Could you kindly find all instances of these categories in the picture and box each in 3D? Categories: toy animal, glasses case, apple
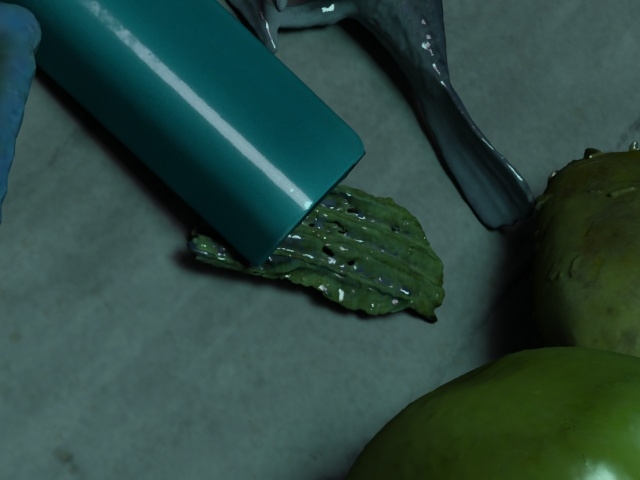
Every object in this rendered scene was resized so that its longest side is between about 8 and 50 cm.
[{"bbox_3d":[0.032,-0.185,1.320,0.206,0.081,0.367,-1,71,-32],"label":"toy animal"},{"bbox_3d":[-0.108,-0.128,1.186,0.301,0.070,0.117,41,49,1],"label":"glasses case"},{"bbox_3d":[0.151,0.203,1.078,0.292,0.254,0.292,10,64,-21],"label":"apple"}]

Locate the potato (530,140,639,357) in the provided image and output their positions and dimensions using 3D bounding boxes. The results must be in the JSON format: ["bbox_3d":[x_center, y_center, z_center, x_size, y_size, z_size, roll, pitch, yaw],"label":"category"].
[{"bbox_3d":[0.238,0.024,1.281,0.192,0.141,0.296,23,30,-12],"label":"potato"}]

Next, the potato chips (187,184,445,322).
[{"bbox_3d":[0.000,0.000,1.233,0.208,0.028,0.091,15,60,-29],"label":"potato chips"}]

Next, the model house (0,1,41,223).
[{"bbox_3d":[-0.360,-0.041,0.850,0.382,0.334,0.343,50,39,6],"label":"model house"}]
